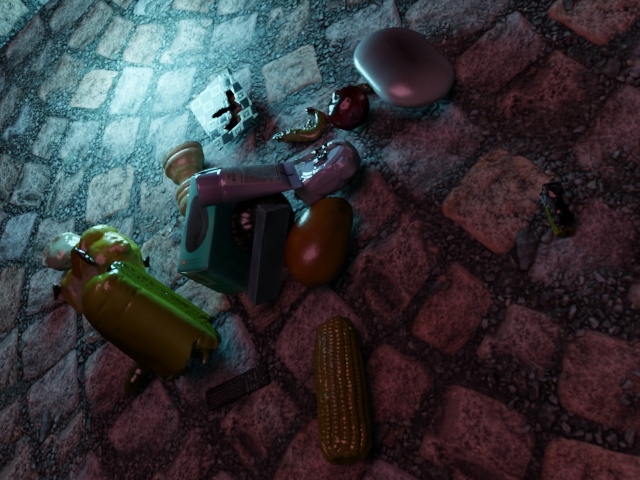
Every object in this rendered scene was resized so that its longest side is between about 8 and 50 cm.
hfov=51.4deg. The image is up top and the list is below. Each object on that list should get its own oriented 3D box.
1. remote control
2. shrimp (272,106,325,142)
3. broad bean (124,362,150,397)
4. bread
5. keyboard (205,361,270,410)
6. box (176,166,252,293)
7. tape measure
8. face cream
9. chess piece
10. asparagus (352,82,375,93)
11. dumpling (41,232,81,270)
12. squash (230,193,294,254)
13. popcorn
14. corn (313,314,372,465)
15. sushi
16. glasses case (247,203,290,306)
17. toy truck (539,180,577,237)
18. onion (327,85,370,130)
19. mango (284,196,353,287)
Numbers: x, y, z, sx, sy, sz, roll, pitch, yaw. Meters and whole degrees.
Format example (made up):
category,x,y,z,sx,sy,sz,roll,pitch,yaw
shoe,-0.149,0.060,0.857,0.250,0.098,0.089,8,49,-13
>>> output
category,x,y,z,sx,sy,sz,roll,pitch,yaw
remote control,0.227,-0.480,1.831,0.221,0.103,0.332,-24,55,-11
shrimp,-0.064,-0.351,2.018,0.178,0.034,0.124,-1,66,30
broad bean,-0.493,0.320,1.973,0.098,0.056,0.318,10,69,41
bread,-0.471,0.222,1.816,0.208,0.376,0.251,-51,8,-1
keyboard,-0.225,0.396,1.793,0.204,0.013,0.061,-28,57,18
box,-0.288,-0.023,1.904,0.118,0.205,0.311,-7,67,26
tape measure,0.014,-0.202,1.825,0.196,0.105,0.178,-34,26,20
face cream,-0.194,-0.157,1.786,0.273,0.096,0.154,-11,33,-7
chess piece,-0.399,-0.158,2.099,0.138,0.124,0.307,-17,59,-13
asparagus,0.156,-0.442,1.922,0.165,0.030,0.036,1,88,32
dumpling,-0.878,0.040,2.305,0.199,0.118,0.136,0,70,9
squash,-0.162,-0.053,1.851,0.193,0.193,0.156,-60,30,-4
popcorn,-0.651,0.096,2.055,0.315,0.281,0.297,-6,97,45
corn,0.047,0.348,1.576,0.131,0.131,0.344,-20,59,23
sushi,-0.308,-0.427,2.197,0.192,0.043,0.279,-42,53,9
glasses case,-0.145,0.035,1.771,0.056,0.105,0.266,21,112,31
toy truck,0.536,-0.069,1.499,0.052,0.063,0.123,-12,61,3
onion,0.080,-0.378,1.886,0.131,0.131,0.131,-13,63,27
mango,-0.007,0.002,1.761,0.175,0.139,0.255,2,62,27
